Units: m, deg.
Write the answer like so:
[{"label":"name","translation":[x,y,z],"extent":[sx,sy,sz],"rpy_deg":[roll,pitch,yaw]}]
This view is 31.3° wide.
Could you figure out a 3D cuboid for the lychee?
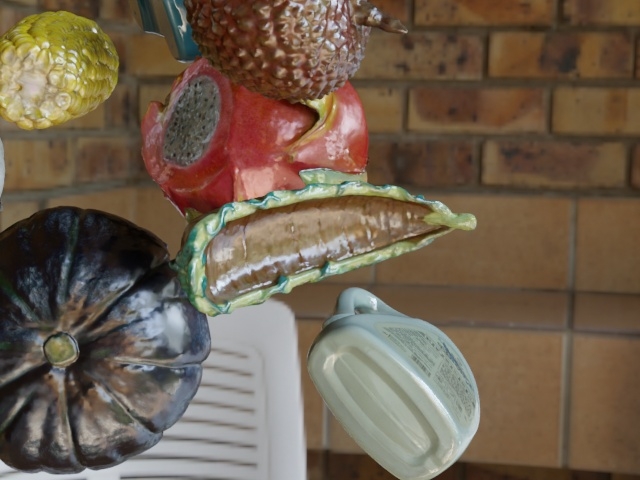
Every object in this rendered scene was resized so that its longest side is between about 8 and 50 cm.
[{"label":"lychee","translation":[-0.022,-0.201,0.980],"extent":[0.197,0.165,0.165],"rpy_deg":[0,5,19]}]

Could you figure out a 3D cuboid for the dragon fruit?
[{"label":"dragon fruit","translation":[-0.093,-0.120,1.405],"extent":[0.290,0.291,0.189],"rpy_deg":[6,-1,41]}]

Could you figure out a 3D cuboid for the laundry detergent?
[{"label":"laundry detergent","translation":[0.091,0.143,1.296],"extent":[0.105,0.215,0.280],"rpy_deg":[-43,0,17]}]

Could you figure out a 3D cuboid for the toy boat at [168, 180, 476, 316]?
[{"label":"toy boat","translation":[-0.002,-0.004,1.071],"extent":[0.292,0.109,0.099],"rpy_deg":[-12,25,-23]}]

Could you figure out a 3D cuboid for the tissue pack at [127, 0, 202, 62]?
[{"label":"tissue pack","translation":[-0.215,-0.444,1.989],"extent":[0.206,0.198,0.287],"rpy_deg":[-27,36,-16]}]

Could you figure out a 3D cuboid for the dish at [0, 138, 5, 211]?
[{"label":"dish","translation":[-0.635,-0.051,1.909],"extent":[0.106,0.316,0.316],"rpy_deg":[44,22,16]}]

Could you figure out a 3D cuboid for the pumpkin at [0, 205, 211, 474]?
[{"label":"pumpkin","translation":[-0.328,0.135,1.545],"extent":[0.363,0.364,0.266],"rpy_deg":[1,-5,-4]}]

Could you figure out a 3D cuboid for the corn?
[{"label":"corn","translation":[-0.238,-0.155,1.020],"extent":[0.101,0.102,0.310],"rpy_deg":[1,9,-2]}]
